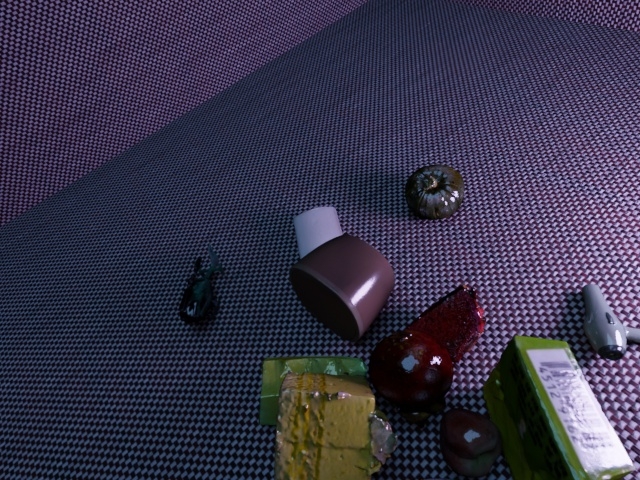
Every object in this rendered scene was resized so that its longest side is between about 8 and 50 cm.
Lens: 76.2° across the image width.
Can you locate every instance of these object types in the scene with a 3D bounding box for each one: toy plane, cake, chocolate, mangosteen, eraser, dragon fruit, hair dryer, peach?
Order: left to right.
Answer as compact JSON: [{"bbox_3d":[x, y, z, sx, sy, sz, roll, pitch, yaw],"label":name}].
[{"bbox_3d":[-0.433,0.174,1.491,0.106,0.155,0.382,-8,32,13],"label":"toy plane"},{"bbox_3d":[0.000,0.000,1.529,0.174,0.095,0.270,-17,47,4],"label":"eraser"},{"bbox_3d":[0.042,0.449,0.990,0.286,0.227,0.222,3,86,2],"label":"cake"},{"bbox_3d":[0.243,0.363,1.063,0.215,0.258,0.215,-18,7,2],"label":"mangosteen"},{"bbox_3d":[0.366,0.230,1.167,0.262,0.163,0.189,-47,11,26],"label":"dragon fruit"},{"bbox_3d":[0.345,0.474,0.979,0.152,0.152,0.152,-9,48,11],"label":"peach"},{"bbox_3d":[0.494,0.402,0.896,0.137,0.289,0.301,-5,48,0],"label":"chocolate"},{"bbox_3d":[0.828,0.209,1.102,0.267,0.092,0.229,-4,42,-3],"label":"hair dryer"}]

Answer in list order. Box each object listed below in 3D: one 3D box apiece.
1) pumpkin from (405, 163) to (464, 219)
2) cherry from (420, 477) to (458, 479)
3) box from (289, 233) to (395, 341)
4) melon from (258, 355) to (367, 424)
[{"bbox_3d":[0.419,-0.182,1.503,0.223,0.157,0.224,-9,59,16],"label":"pumpkin"},{"bbox_3d":[0.246,0.616,0.778,0.326,0.335,0.291,-17,26,-28],"label":"cherry"},{"bbox_3d":[0.073,0.134,1.275,0.301,0.301,0.216,27,57,35],"label":"box"},{"bbox_3d":[-0.022,0.407,1.167,0.323,0.124,0.196,-9,54,7],"label":"melon"}]
